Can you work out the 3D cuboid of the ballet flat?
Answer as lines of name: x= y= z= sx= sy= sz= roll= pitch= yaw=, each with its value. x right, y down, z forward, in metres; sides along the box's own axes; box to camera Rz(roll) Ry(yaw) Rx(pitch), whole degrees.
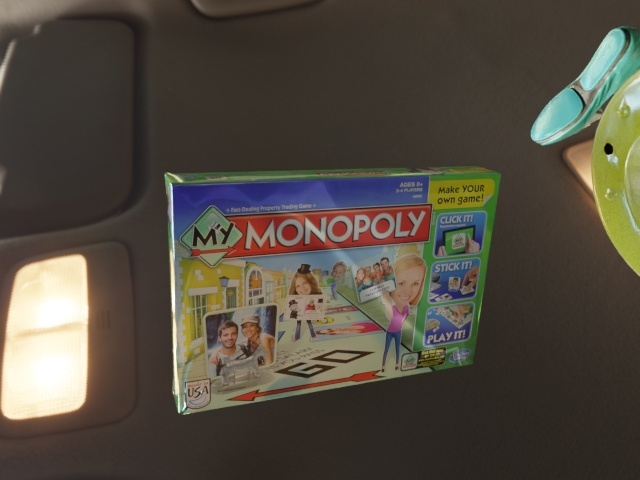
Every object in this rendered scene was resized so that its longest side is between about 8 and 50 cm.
ballet flat: x=0.480 y=-0.255 z=0.973 sx=0.087 sy=0.247 sz=0.083 roll=9 pitch=-131 yaw=-19

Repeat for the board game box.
board game box: x=0.018 y=0.039 z=0.533 sx=0.317 sy=0.214 sz=0.046 roll=-5 pitch=-160 yaw=-21

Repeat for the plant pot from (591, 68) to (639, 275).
plant pot: x=0.483 y=-0.088 z=0.532 sx=0.353 sy=0.366 sz=0.366 roll=-15 pitch=-133 yaw=-13
